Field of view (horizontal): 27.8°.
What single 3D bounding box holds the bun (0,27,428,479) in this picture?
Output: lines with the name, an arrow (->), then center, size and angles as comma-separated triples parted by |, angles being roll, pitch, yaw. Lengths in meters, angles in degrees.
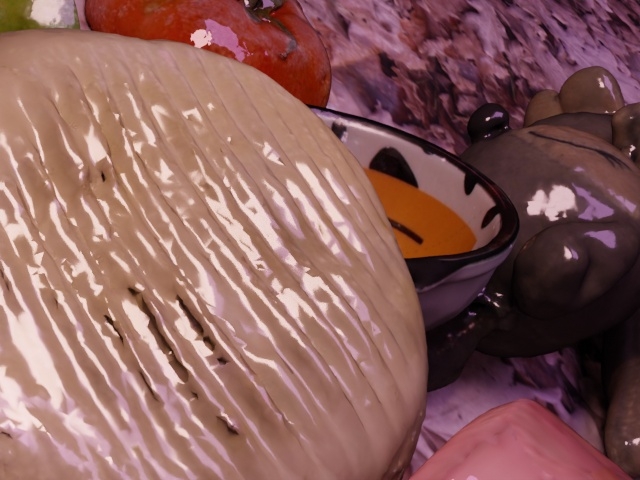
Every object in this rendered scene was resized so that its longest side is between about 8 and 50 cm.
bun -> -0.107, 0.056, 0.687 | 0.326, 0.234, 0.362 | 34, 45, 2

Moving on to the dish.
dish -> 0.000, 0.000, 0.959 | 0.303, 0.120, 0.303 | 13, 25, -6

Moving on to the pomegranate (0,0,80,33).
pomegranate -> -0.201, -0.122, 0.920 | 0.122, 0.143, 0.169 | -62, 149, -21

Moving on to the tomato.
tomato -> -0.085, -0.184, 1.138 | 0.237, 0.095, 0.237 | 30, 35, -23

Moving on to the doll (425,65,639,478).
doll -> 0.247, 0.041, 1.135 | 0.378, 0.252, 0.382 | 45, 38, -1

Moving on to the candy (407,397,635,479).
candy -> 0.045, 0.193, 0.613 | 0.094, 0.255, 0.255 | 40, 30, 16
